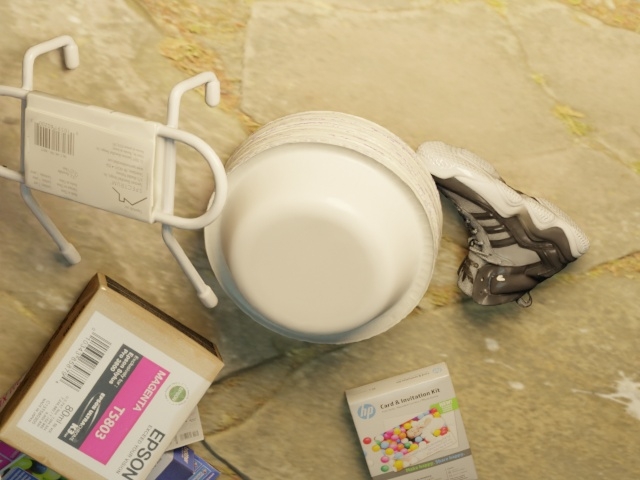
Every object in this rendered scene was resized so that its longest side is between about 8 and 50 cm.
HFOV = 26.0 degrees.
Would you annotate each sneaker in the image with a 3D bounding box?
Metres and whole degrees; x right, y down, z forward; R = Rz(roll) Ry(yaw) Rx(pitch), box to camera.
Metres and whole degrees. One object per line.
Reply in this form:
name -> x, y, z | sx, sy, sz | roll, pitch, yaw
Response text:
sneaker -> 0.201, -0.008, 1.747 | 0.269, 0.101, 0.153 | 29, 107, -22

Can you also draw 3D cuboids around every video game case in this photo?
video game case -> -0.207, 0.216, 1.827 | 0.087, 0.011, 0.122 | -14, 101, -21

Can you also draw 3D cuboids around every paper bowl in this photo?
paper bowl -> 0.000, 0.000, 1.664 | 0.284, 0.148, 0.284 | 5, 121, 8

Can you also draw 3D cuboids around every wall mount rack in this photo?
wall mount rack -> -0.234, -0.065, 1.604 | 0.350, 0.130, 0.304 | 17, 116, 23

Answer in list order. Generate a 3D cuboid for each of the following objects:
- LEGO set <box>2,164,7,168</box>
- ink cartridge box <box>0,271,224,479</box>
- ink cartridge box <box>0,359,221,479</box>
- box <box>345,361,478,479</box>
LEGO set -> -0.408, -0.088, 1.678 | 0.054, 0.023, 0.083 | 20, 127, -9
ink cartridge box -> -0.265, 0.190, 1.746 | 0.193, 0.088, 0.234 | 33, 92, -16
ink cartridge box -> -0.307, 0.305, 1.869 | 0.311, 0.065, 0.186 | 37, 107, -24
box -> 0.128, 0.270, 1.918 | 0.145, 0.038, 0.186 | -16, 117, 1
